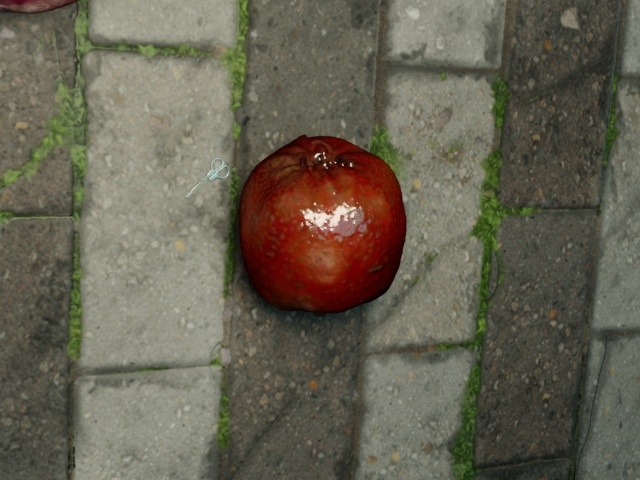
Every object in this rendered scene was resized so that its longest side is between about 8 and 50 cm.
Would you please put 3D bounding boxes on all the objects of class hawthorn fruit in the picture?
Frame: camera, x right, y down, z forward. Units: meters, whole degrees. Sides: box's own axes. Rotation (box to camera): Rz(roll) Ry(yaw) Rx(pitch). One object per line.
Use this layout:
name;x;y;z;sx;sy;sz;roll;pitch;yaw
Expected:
hawthorn fruit;0.000;0.000;1.633;0.265;0.265;0.307;-10;127;-24

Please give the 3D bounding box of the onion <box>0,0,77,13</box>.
onion;-0.387;-0.475;1.346;0.347;0.285;0.348;5;126;8

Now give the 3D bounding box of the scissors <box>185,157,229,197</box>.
scissors;-0.179;-0.095;1.651;0.083;0.006;0.036;-42;113;-13
